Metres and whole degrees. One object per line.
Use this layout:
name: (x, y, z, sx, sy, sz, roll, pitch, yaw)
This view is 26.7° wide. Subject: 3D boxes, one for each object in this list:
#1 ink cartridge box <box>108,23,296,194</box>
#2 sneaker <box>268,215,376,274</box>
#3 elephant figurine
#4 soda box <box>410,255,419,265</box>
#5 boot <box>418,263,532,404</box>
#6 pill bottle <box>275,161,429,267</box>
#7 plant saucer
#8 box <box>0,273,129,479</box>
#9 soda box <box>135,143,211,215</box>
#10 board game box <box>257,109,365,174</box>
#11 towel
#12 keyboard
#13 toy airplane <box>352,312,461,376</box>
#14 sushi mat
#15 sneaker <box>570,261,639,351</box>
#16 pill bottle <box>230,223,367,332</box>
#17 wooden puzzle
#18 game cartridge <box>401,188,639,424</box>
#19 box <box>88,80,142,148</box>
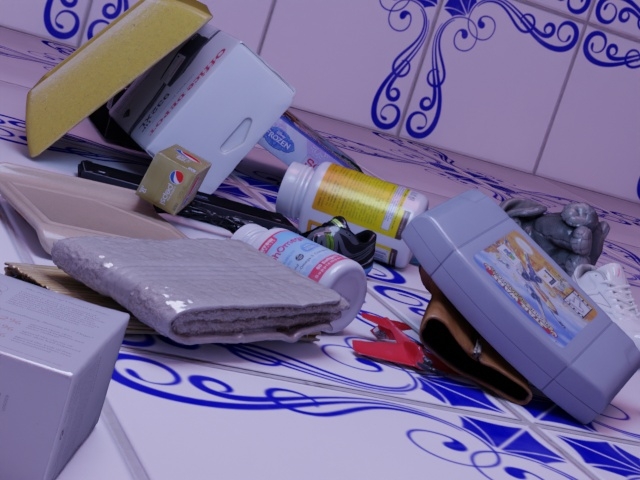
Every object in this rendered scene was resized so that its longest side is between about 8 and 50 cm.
ink cartridge box: (-0.195, -0.218, 2.137, 0.129, 0.223, 0.307, 41, -1, -25)
sneaker: (0.000, 0.000, 1.811, 0.188, 0.078, 0.067, 8, 14, -40)
elephant figurine: (0.340, -0.002, 2.248, 0.239, 0.169, 0.186, 6, -25, 23)
soda box: (0.102, -0.012, 2.105, 0.183, 0.058, 0.063, 18, 10, 5)
boot: (0.232, 0.111, 1.584, 0.264, 0.096, 0.280, 38, 16, -10)
pill bottle: (0.046, -0.045, 2.015, 0.215, 0.117, 0.117, 20, 10, 8)
plant saucer: (-0.322, -0.279, 2.061, 0.081, 0.332, 0.333, 52, 3, -14)
box: (-0.219, 0.091, 0.924, 0.130, 0.091, 0.170, 18, 11, 2)
soda box: (-0.188, -0.081, 1.740, 0.058, 0.061, 0.181, 29, 7, -2)
board game box: (-0.060, -0.192, 2.477, 0.318, 0.066, 0.318, 36, 7, -13)
towel: (-0.115, 0.047, 1.357, 0.187, 0.049, 0.282, 26, 15, 36)
keyboard: (-0.184, -0.047, 1.887, 0.317, 0.033, 0.201, 14, 8, -14)
toy airplane: (0.094, 0.116, 1.502, 0.151, 0.028, 0.151, 19, 10, -3)
sushi mat: (-0.153, 0.065, 1.375, 0.316, 0.019, 0.151, 6, 16, -47)
sneaker: (0.411, 0.092, 1.922, 0.090, 0.115, 0.232, 12, 12, -27)
pill bottle: (-0.031, 0.038, 1.535, 0.160, 0.087, 0.087, 25, 12, 35)
wooden puzzle: (-0.259, -0.016, 1.577, 0.220, 0.044, 0.238, 12, 16, -32)
game cartridge: (0.232, 0.069, 1.539, 0.297, 0.062, 0.198, 46, 24, 10)
box: (-0.309, -0.229, 2.422, 0.184, 0.103, 0.261, 12, 11, -20)
